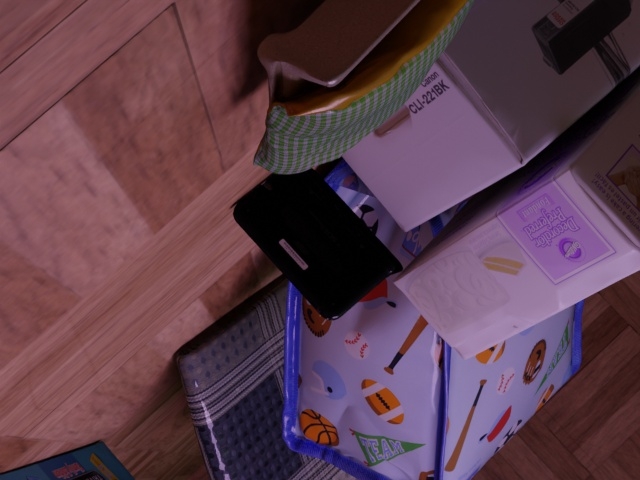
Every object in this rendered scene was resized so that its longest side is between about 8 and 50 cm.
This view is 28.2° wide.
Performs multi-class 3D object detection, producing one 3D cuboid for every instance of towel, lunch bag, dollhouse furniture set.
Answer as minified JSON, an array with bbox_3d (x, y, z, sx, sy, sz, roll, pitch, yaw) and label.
[{"bbox_3d":[-0.035,0.203,1.537,0.056,0.312,0.324,-3,-159,38],"label":"towel"},{"bbox_3d":[0.123,0.018,1.291,0.328,0.239,0.385,-37,139,-45],"label":"lunch bag"},{"bbox_3d":[0.116,-0.124,0.710,0.301,0.151,0.197,-46,173,-10],"label":"dollhouse furniture set"}]

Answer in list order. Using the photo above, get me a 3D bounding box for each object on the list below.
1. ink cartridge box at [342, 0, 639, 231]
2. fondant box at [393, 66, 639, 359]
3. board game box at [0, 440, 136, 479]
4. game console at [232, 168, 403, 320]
[{"bbox_3d":[0.159,-0.144,0.985,0.273,0.114,0.197,-38,-178,-26],"label":"ink cartridge box"},{"bbox_3d":[0.236,-0.067,1.040,0.330,0.096,0.238,-46,-175,-36],"label":"fondant box"},{"bbox_3d":[-0.343,0.338,1.329,0.254,0.079,0.336,-43,173,3],"label":"board game box"},{"bbox_3d":[0.000,0.000,1.039,0.107,0.122,0.071,-40,172,-22],"label":"game console"}]
